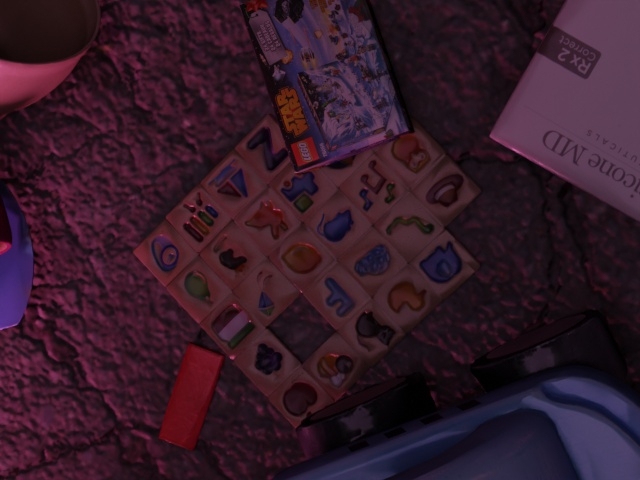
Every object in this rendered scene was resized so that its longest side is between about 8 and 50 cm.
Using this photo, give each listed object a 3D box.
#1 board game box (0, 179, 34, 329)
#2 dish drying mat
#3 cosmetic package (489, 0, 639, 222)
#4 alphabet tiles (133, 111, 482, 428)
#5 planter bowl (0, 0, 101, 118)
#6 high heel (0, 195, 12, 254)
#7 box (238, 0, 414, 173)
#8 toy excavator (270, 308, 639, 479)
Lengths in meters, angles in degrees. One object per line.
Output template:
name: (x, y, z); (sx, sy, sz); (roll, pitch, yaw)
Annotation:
board game box: (-0.294, 0.013, 1.250); (0.168, 0.033, 0.133); (-16, 90, 25)
dish drying mat: (-0.102, 0.124, 1.231); (0.032, 0.008, 0.083); (20, 100, 9)
cosmetic package: (0.231, -0.115, 1.051); (0.151, 0.151, 0.184); (31, 102, 9)
alphabet tiles: (0.000, 0.000, 1.193); (0.237, 0.009, 0.198); (-44, 85, 14)
planter bowl: (-0.262, -0.157, 1.172); (0.162, 0.162, 0.109); (42, 130, 6)
high heel: (-0.403, 0.055, 1.208); (0.377, 0.127, 0.181); (-48, 67, 18)
box: (0.004, -0.129, 1.160); (0.094, 0.027, 0.137); (-19, 85, 14)
toy excavator: (0.028, 0.237, 0.988); (0.432, 0.445, 0.222); (-22, 90, 14)
